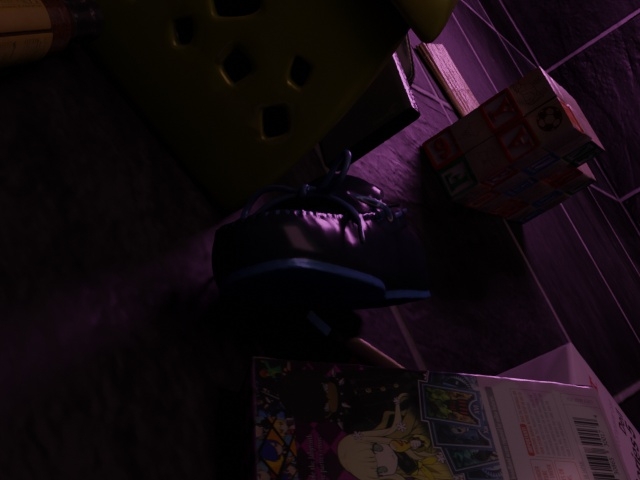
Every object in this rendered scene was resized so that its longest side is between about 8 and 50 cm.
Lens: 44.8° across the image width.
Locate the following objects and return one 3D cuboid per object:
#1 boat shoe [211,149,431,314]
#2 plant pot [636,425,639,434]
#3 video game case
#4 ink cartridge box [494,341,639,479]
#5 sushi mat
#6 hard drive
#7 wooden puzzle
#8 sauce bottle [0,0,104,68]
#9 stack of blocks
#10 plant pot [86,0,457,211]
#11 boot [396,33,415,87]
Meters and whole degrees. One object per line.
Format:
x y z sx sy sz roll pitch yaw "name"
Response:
0.000 0.000 0.500 0.258 0.108 0.089 19 62 -72 "boat shoe"
0.446 0.264 0.746 0.236 0.212 0.236 89 -16 -61 "plant pot"
0.068 0.166 0.363 0.210 0.042 0.232 7 45 -15 "video game case"
0.210 0.244 0.563 0.273 0.114 0.198 51 26 -12 "ink cartridge box"
0.266 -0.193 1.289 0.317 0.019 0.151 57 24 1 "sushi mat"
0.033 -0.140 0.715 0.022 0.094 0.135 30 36 -46 "hard drive"
0.035 0.085 0.485 0.116 0.078 0.014 33 72 0 "wooden puzzle"
-0.158 -0.110 0.401 0.042 0.042 0.128 55 23 -4 "sauce bottle"
0.283 -0.113 1.047 0.297 0.171 0.087 9 53 -59 "stack of blocks"
-0.026 -0.192 0.541 0.228 0.207 0.227 51 26 -11 "plant pot"
0.071 -0.292 0.837 0.085 0.178 0.237 -10 75 -26 "boot"
